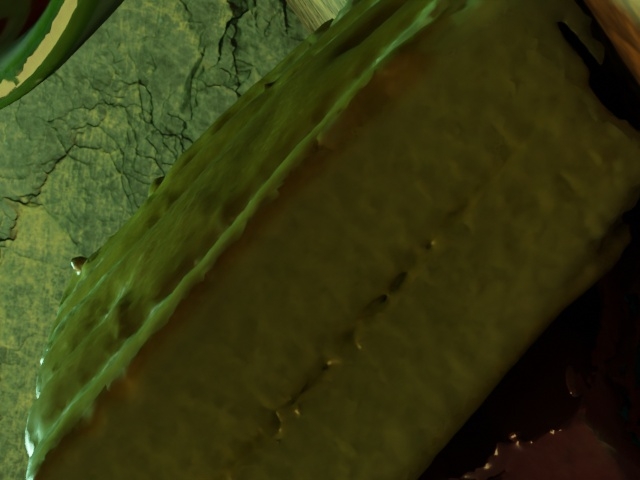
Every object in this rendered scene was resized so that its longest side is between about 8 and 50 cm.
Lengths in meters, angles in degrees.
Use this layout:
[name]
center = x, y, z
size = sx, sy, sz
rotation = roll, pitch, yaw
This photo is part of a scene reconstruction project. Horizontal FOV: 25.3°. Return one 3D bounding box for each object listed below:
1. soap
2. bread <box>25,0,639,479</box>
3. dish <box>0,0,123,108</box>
[soap]
center = 0.083, 0.057, 0.587
size = 0.099, 0.162, 0.250
rotation = 53, -176, -15
[bread]
center = 0.000, 0.000, 0.559
size = 0.111, 0.246, 0.239
rotation = 42, -174, -15
[dish]
center = -0.135, -0.208, 0.448
size = 0.324, 0.124, 0.324
rotation = 24, 132, 30
